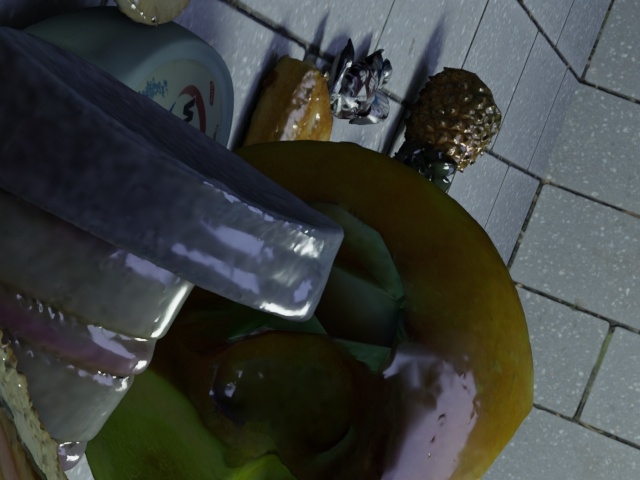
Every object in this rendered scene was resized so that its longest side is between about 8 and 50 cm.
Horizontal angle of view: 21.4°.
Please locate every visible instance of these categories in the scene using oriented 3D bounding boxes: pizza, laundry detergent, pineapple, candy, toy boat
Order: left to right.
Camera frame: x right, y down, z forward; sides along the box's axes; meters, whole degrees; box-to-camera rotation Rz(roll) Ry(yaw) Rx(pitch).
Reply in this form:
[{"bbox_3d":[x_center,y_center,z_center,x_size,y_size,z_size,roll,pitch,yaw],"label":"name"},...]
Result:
[{"bbox_3d":[-0.156,0.024,0.909,0.293,0.111,0.276,-40,125,3],"label":"toy boat"},{"bbox_3d":[-0.137,-0.047,1.105,0.280,0.105,0.215,-27,137,-72],"label":"laundry detergent"},{"bbox_3d":[-0.031,-0.090,1.564,0.161,0.062,0.182,-30,135,-58],"label":"pizza"},{"bbox_3d":[0.032,-0.160,1.715,0.226,0.051,0.094,-23,123,-74],"label":"candy"},{"bbox_3d":[0.121,-0.095,2.072,0.251,0.125,0.125,-53,162,-18],"label":"pineapple"}]

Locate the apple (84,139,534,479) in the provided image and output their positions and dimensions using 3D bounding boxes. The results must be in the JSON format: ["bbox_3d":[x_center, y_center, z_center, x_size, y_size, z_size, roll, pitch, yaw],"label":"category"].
[{"bbox_3d":[-0.010,0.114,1.292,0.374,0.374,0.384,54,44,-74],"label":"apple"}]

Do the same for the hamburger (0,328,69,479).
[{"bbox_3d":[-0.234,0.147,0.821,0.330,0.209,0.162,83,-5,-49],"label":"hamburger"}]

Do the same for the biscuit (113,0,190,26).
[{"bbox_3d":[-0.107,-0.202,1.023,0.152,0.020,0.152,-6,90,-68],"label":"biscuit"}]

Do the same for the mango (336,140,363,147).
[{"bbox_3d":[0.000,0.000,1.736,0.136,0.099,0.227,61,44,-67],"label":"mango"}]
